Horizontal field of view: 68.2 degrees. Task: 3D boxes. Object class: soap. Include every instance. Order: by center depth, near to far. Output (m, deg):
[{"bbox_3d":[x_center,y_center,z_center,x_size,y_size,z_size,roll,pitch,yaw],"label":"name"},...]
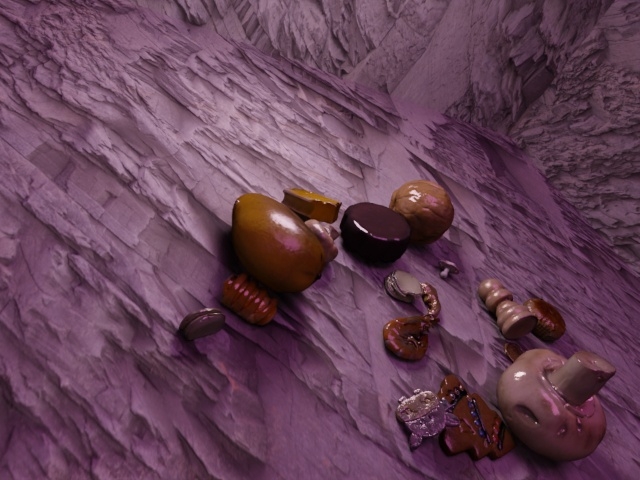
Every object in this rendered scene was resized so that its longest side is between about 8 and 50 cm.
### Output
[{"bbox_3d":[-0.018,-0.130,1.780,0.160,0.080,0.257,3,16,-36],"label":"soap"}]

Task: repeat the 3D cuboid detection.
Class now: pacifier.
[{"bbox_3d":[0.529,0.127,1.977,0.099,0.081,0.078,22,62,31],"label":"pacifier"}]

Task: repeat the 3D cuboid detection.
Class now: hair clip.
[{"bbox_3d":[0.302,0.488,1.337,0.187,0.056,0.146,-14,43,-21],"label":"hair clip"}]

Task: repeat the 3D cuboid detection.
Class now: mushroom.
[{"bbox_3d":[0.724,0.484,1.491,0.353,0.353,0.325,16,7,-20],"label":"mushroom"},{"bbox_3d":[0.000,0.000,1.664,0.127,0.166,0.166,-33,61,-8],"label":"mushroom"}]

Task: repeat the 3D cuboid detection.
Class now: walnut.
[{"bbox_3d":[0.435,-0.123,2.039,0.285,0.285,0.296,30,-2,0],"label":"walnut"}]

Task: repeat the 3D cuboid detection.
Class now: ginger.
[{"bbox_3d":[0.416,0.225,1.777,0.069,0.051,0.173,13,37,-17],"label":"ginger"}]

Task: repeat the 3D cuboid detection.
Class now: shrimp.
[{"bbox_3d":[0.324,0.319,1.585,0.287,0.063,0.152,-7,52,-36],"label":"shrimp"}]

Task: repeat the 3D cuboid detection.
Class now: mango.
[{"bbox_3d":[-0.158,-0.008,1.498,0.301,0.221,0.445,20,19,-46],"label":"mango"}]

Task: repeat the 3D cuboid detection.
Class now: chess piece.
[{"bbox_3d":[0.736,0.261,1.905,0.142,0.143,0.261,9,34,-27],"label":"chess piece"}]

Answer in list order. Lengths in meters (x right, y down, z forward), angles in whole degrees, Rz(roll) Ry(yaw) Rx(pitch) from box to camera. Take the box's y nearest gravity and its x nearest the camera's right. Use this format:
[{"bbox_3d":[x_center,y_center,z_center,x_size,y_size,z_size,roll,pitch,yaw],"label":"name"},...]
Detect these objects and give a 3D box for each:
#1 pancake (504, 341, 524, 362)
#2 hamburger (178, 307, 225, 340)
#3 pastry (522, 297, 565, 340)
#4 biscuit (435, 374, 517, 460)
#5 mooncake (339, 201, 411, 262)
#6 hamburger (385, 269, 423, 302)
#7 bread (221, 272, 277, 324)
[{"bbox_3d":[0.744,0.433,1.791,0.115,0.011,0.115,19,39,-16],"label":"pancake"},{"bbox_3d":[-0.304,0.212,1.248,0.121,0.084,0.054,-2,44,-39],"label":"hamburger"},{"bbox_3d":[0.939,0.328,1.988,0.192,0.093,0.182,38,33,11],"label":"pastry"},{"bbox_3d":[0.462,0.545,1.424,0.301,0.043,0.278,25,36,-7],"label":"biscuit"},{"bbox_3d":[0.213,-0.029,1.864,0.283,0.141,0.283,14,33,-9],"label":"mooncake"},{"bbox_3d":[0.309,0.167,1.761,0.140,0.062,0.133,24,37,-13],"label":"hamburger"},{"bbox_3d":[-0.204,0.167,1.378,0.177,0.084,0.119,36,36,1],"label":"bread"}]
